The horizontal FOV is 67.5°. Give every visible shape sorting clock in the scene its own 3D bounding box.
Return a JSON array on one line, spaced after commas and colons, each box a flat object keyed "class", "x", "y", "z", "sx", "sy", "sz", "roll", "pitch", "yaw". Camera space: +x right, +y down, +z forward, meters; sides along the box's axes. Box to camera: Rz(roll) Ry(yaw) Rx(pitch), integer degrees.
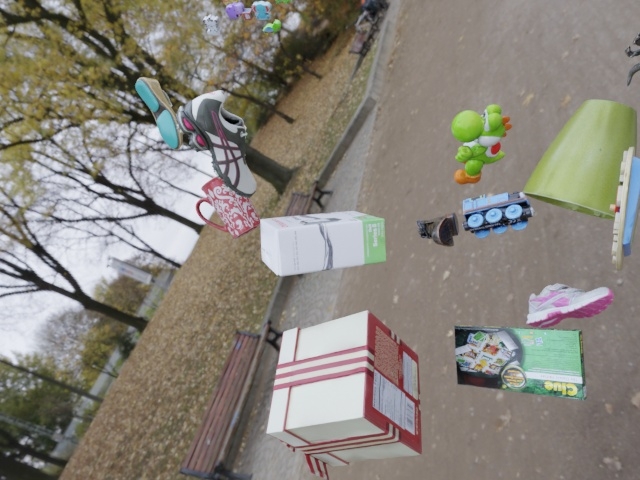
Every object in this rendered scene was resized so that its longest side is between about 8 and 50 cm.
[{"class": "shape sorting clock", "x": 0.508, "y": -0.052, "z": 0.801, "sx": 0.040, "sy": 0.206, "sz": 0.206, "roll": 11, "pitch": 70, "yaw": 35}]

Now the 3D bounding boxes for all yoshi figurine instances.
[{"class": "yoshi figurine", "x": 0.545, "y": -0.362, "z": 1.747, "sx": 0.203, "sy": 0.204, "sz": 0.362, "roll": -32, "pitch": -23, "yaw": -10}]

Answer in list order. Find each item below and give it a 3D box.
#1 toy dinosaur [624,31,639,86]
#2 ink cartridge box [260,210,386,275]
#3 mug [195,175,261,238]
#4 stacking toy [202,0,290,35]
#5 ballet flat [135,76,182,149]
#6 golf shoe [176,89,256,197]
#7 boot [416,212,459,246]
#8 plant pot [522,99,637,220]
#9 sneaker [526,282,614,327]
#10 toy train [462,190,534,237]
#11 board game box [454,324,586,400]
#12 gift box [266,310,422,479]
[{"class": "toy dinosaur", "x": 0.895, "y": -0.516, "z": 1.224, "sx": 0.121, "sy": 0.160, "sz": 0.314, "roll": -53, "pitch": -21, "yaw": -42}, {"class": "ink cartridge box", "x": 0.000, "y": 0.000, "z": 1.206, "sx": 0.198, "sy": 0.272, "sz": 0.115, "roll": -154, "pitch": 59, "yaw": -69}, {"class": "mug", "x": -0.256, "y": -0.091, "z": 1.355, "sx": 0.150, "sy": 0.169, "sz": 0.113, "roll": -31, "pitch": 0, "yaw": 34}, {"class": "stacking toy", "x": -0.192, "y": -0.623, "z": 1.290, "sx": 0.052, "sy": 0.221, "sz": 0.167, "roll": 78, "pitch": -159, "yaw": -54}, {"class": "ballet flat", "x": -0.450, "y": -0.375, "z": 1.397, "sx": 0.080, "sy": 0.232, "sz": 0.073, "roll": -28, "pitch": 2, "yaw": 36}, {"class": "golf shoe", "x": -0.202, "y": -0.205, "z": 1.076, "sx": 0.120, "sy": 0.273, "sz": 0.105, "roll": -31, "pitch": 45, "yaw": 5}, {"class": "boot", "x": 0.301, "y": -0.019, "z": 1.281, "sx": 0.106, "sy": 0.082, "sz": 0.219, "roll": -12, "pitch": 6, "yaw": 27}, {"class": "plant pot", "x": 0.762, "y": -0.235, "z": 1.358, "sx": 0.275, "sy": 0.274, "sz": 0.294, "roll": -115, "pitch": 41, "yaw": -79}, {"class": "sneaker", "x": 0.713, "y": 0.172, "z": 1.398, "sx": 0.252, "sy": 0.103, "sz": 0.111, "roll": -28, "pitch": 52, "yaw": 42}, {"class": "toy train", "x": 0.468, "y": -0.075, "z": 1.273, "sx": 0.184, "sy": 0.080, "sz": 0.105, "roll": -15, "pitch": 49, "yaw": 32}, {"class": "board game box", "x": 0.414, "y": 0.252, "z": 1.017, "sx": 0.259, "sy": 0.030, "sz": 0.136, "roll": -5, "pitch": 83, "yaw": 40}, {"class": "gift box", "x": 0.054, "y": 0.335, "z": 1.002, "sx": 0.258, "sy": 0.276, "sz": 0.255, "roll": -20, "pitch": 38, "yaw": 30}]
